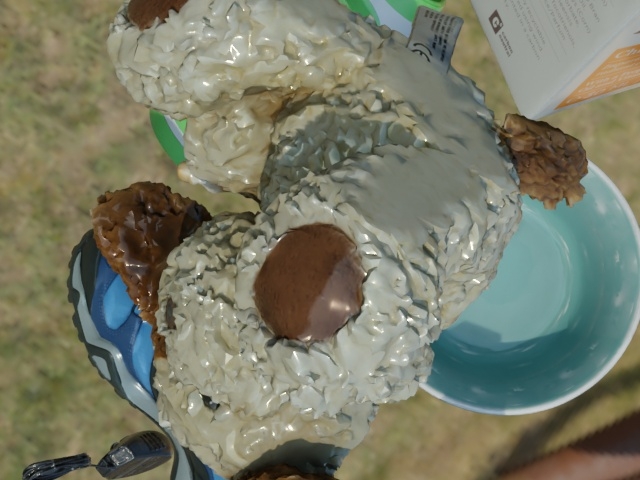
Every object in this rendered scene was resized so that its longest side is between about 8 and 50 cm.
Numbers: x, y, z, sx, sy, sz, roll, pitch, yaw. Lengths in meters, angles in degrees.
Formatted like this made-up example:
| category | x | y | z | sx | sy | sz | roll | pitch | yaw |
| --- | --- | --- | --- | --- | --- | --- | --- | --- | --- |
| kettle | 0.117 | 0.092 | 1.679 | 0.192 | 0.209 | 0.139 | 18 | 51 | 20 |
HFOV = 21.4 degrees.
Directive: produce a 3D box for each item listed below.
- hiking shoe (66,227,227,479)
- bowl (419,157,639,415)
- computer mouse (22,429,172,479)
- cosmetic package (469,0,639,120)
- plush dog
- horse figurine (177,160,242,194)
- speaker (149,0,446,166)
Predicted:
| category | x | y | z | sx | sy | sz | roll | pitch | yaw |
| --- | --- | --- | --- | --- | --- | --- | --- | --- | --- |
| hiking shoe | -0.089 | 0.107 | 1.363 | 0.132 | 0.304 | 0.113 | -35 | 173 | 38 |
| bowl | 0.200 | 0.038 | 1.914 | 0.311 | 0.311 | 0.163 | -58 | 178 | -1 |
| computer mouse | -0.260 | 0.252 | 1.981 | 0.071 | 0.041 | 0.242 | -33 | 161 | 27 |
| cosmetic package | 0.305 | -0.271 | 1.290 | 0.230 | 0.161 | 0.453 | -18 | 167 | -22 |
| plush dog | -0.006 | 0.016 | 0.819 | 0.211 | 0.262 | 0.225 | 8 | 132 | -39 |
| horse figurine | 0.000 | 0.000 | 1.064 | 0.066 | 0.174 | 0.263 | -50 | 140 | -34 |
| speaker | -0.024 | -0.177 | 1.615 | 0.296 | 0.131 | 0.131 | -37 | 166 | 26 |
